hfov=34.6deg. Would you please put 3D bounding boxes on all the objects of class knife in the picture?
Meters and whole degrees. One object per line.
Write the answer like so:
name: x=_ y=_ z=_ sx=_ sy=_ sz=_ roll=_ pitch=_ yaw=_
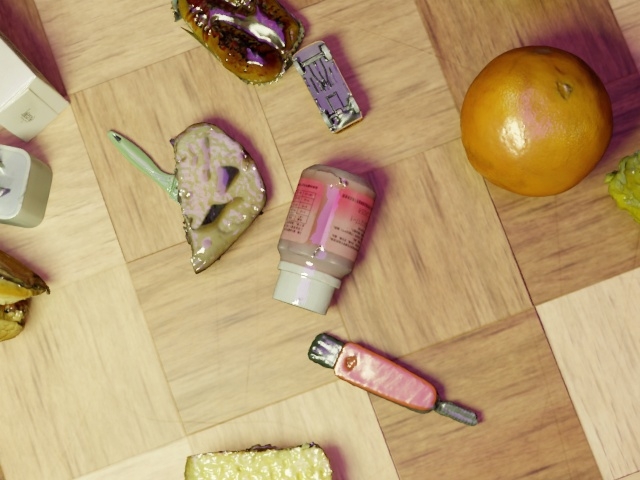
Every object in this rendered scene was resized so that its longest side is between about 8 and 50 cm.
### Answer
knife: x=-0.278 y=-0.108 z=1.879 sx=0.293 sy=0.020 sz=0.043 roll=42 pitch=85 yaw=4

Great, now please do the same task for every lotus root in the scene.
lotus root: x=-0.182 y=-0.087 z=1.840 sx=0.170 sy=0.074 sz=0.261 roll=-16 pitch=83 yaw=-12

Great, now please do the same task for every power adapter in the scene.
power adapter: x=-0.564 y=-0.102 z=1.797 sx=0.125 sy=0.205 sz=0.130 roll=11 pitch=83 yaw=3

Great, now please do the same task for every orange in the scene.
orange: x=0.368 y=-0.205 z=1.758 sx=0.261 sy=0.261 sz=0.261 roll=0 pitch=84 yaw=2

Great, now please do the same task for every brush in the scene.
brush: x=0.130 y=0.250 z=1.811 sx=0.323 sy=0.051 sz=0.070 roll=23 pitch=83 yaw=4

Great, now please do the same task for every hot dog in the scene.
hot dog: x=-0.150 y=-0.403 z=1.875 sx=0.270 sy=0.082 sz=0.162 roll=42 pitch=86 yaw=7

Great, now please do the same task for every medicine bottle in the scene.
medicine bottle: x=0.000 y=0.000 z=1.797 sx=0.147 sy=0.147 sz=0.247 roll=18 pitch=86 yaw=4

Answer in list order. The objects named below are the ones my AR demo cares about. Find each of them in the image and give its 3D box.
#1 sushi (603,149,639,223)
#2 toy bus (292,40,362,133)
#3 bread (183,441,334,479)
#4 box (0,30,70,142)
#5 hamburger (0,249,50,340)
sushi: x=0.683 y=-0.153 z=1.666 sx=0.351 sy=0.396 sz=0.240 roll=-40 pitch=81 yaw=-8
toy bus: x=0.014 y=-0.276 z=1.858 sx=0.069 sy=0.074 sz=0.162 roll=-28 pitch=86 yaw=7
bread: x=-0.106 y=0.435 z=1.759 sx=0.260 sy=0.147 sz=0.160 roll=-7 pitch=75 yaw=-5
box: x=-0.600 y=-0.323 z=1.821 sx=0.116 sy=0.203 sz=0.274 roll=-43 pitch=85 yaw=-3
hamburger: x=-0.605 y=0.084 z=1.773 sx=0.244 sy=0.244 sz=0.163 roll=29 pitch=86 yaw=5
